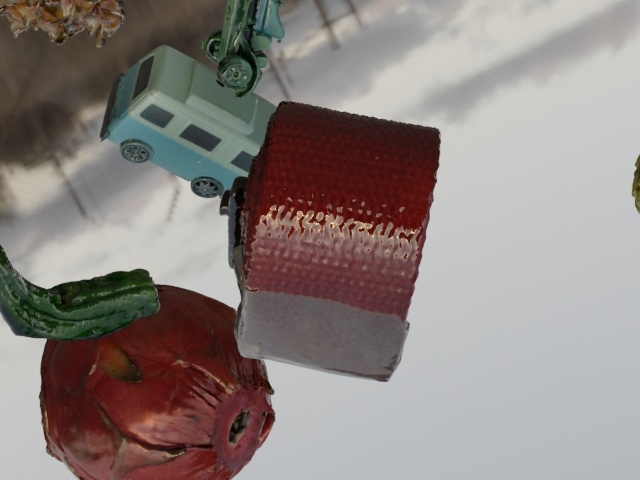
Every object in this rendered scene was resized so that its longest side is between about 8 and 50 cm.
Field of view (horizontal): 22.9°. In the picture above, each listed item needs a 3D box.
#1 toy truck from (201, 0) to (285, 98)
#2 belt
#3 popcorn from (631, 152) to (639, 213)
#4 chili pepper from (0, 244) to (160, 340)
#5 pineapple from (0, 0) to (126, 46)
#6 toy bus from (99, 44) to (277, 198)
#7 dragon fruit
[{"bbox_3d":[-0.055,-0.209,1.412,0.078,0.154,0.080,2,-152,-18],"label":"toy truck"},{"bbox_3d":[0.000,0.000,0.952,0.124,0.128,0.201,11,150,1],"label":"belt"},{"bbox_3d":[0.440,-0.072,1.936,0.106,0.116,0.120,-9,-160,45],"label":"popcorn"},{"bbox_3d":[-0.219,0.047,1.326,0.182,0.050,0.073,11,120,-45],"label":"chili pepper"},{"bbox_3d":[-0.349,-0.227,1.396,0.271,0.262,0.262,-33,-171,-5],"label":"pineapple"},{"bbox_3d":[-0.172,-0.170,2.371,0.165,0.271,0.133,-37,-144,43],"label":"toy bus"},{"bbox_3d":[-0.172,0.157,1.617,0.241,0.241,0.252,-29,-149,-17],"label":"dragon fruit"}]
